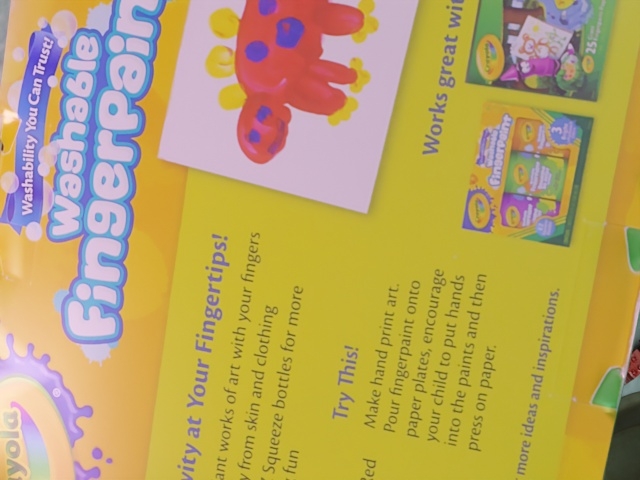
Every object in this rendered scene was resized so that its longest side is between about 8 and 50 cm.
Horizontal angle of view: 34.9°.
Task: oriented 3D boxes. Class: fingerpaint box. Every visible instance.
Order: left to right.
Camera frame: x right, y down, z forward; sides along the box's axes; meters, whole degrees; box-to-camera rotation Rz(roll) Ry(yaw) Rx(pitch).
[{"bbox_3d":[0.000,0.000,0.611,0.371,0.163,0.445,10,97,13],"label":"fingerpaint box"}]

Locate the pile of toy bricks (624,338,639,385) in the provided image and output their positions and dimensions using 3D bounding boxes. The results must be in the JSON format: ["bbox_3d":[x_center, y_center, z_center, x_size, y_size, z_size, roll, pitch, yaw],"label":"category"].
[{"bbox_3d":[0.276,0.045,0.864,0.212,0.105,0.118,-32,77,-25],"label":"pile of toy bricks"}]

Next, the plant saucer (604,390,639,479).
[{"bbox_3d":[0.298,0.255,0.809,0.277,0.041,0.278,5,65,-11],"label":"plant saucer"}]
